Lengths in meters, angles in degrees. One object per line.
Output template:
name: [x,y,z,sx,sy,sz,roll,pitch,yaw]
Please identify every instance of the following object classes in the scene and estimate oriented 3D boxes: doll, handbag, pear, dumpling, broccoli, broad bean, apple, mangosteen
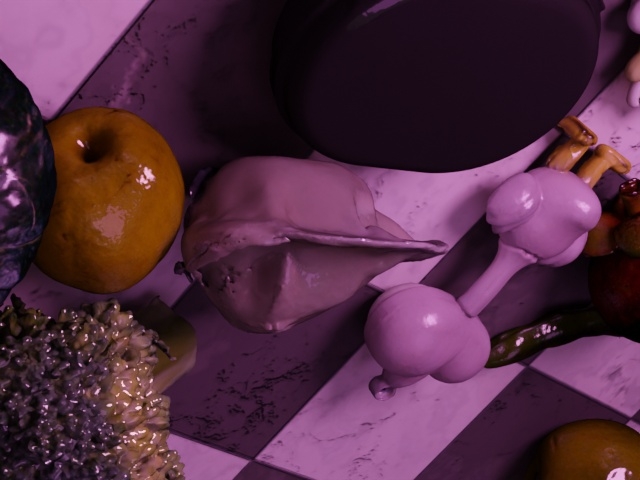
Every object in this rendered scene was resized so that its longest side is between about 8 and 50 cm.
doll: [0.177,0.036,1.596,0.365,0.094,0.160,-46,139,13]
handbag: [0.103,-0.168,1.332,0.308,0.093,0.254,5,136,-31]
pear: [-0.186,-0.032,1.270,0.149,0.149,0.162,-18,149,-17]
dumpling: [-0.011,-0.012,1.356,0.204,0.163,0.293,-32,163,20]
broccoli: [-0.228,0.197,1.368,0.302,0.249,0.375,-9,144,-30]
doll: [0.346,-0.193,1.513,0.106,0.062,0.162,-28,138,-13]
broad bean: [0.283,0.109,1.770,0.227,0.039,0.069,-6,137,-28]
apple: [0.333,0.316,1.887,0.157,0.196,0.196,18,123,-3]
mangosteen: [0.369,0.016,1.657,0.200,0.200,0.200,-17,135,-18]

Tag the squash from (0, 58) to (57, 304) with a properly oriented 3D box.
squash: [-0.323,-0.041,1.132,0.252,0.165,0.252,-1,115,-3]
